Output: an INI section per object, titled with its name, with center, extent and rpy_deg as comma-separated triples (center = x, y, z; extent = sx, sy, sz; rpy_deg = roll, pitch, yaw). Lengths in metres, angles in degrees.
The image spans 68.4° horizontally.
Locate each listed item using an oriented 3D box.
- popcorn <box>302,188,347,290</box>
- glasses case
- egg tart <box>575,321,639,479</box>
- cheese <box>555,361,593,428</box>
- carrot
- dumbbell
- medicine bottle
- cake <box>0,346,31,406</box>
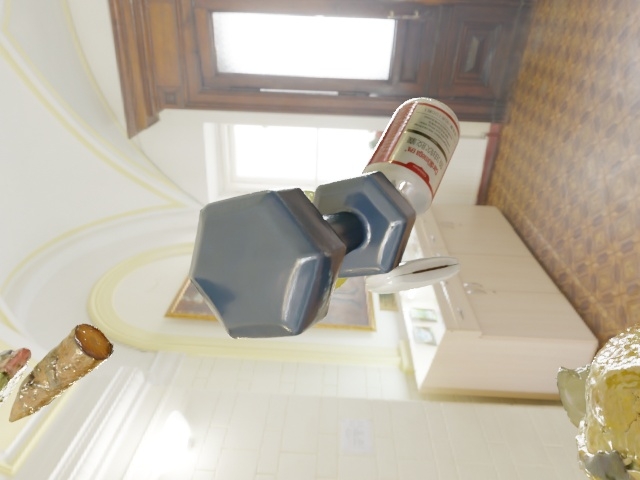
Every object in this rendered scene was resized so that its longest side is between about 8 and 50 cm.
[popcorn]
center = -0.007, 0.019, 1.051
extent = 0.174, 0.225, 0.286
rpy_deg = 59, 139, 36
[glasses case]
center = 0.161, 0.057, 0.801
extent = 0.076, 0.197, 0.049
rpy_deg = -26, 75, 50
[egg tart]
center = 0.603, 0.234, 0.779
extent = 0.178, 0.443, 0.443
rpy_deg = 54, 174, 10
[cheese]
center = 0.674, 0.366, 1.097
extent = 0.091, 0.202, 0.175
rpy_deg = 42, -144, -47
[carrot]
center = -0.556, 0.289, 0.979
extent = 0.263, 0.102, 0.102
rpy_deg = -43, 3, 5
[dumbbell]
center = 0.000, 0.001, 0.555
extent = 0.316, 0.143, 0.156
rpy_deg = -21, -50, -60
[medicine bottle]
center = 0.150, -0.127, 0.822
extent = 0.131, 0.131, 0.250
rpy_deg = 90, -155, -58
[cake]
center = -0.353, 0.177, 0.461
extent = 0.090, 0.225, 0.109
rpy_deg = 57, -143, -22
